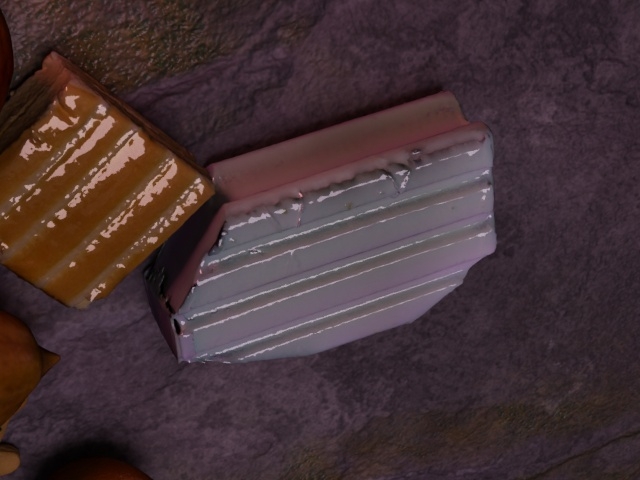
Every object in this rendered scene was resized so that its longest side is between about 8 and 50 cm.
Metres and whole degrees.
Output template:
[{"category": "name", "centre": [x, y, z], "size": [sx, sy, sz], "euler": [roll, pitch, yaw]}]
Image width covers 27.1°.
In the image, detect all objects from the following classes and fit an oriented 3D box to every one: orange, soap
[{"category": "orange", "centre": [-0.295, 0.386, 1.776], "size": [0.206, 0.206, 0.206], "euler": [-14, 128, -19]}, {"category": "soap", "centre": [0.000, 0.000, 1.685], "size": [0.446, 0.156, 0.261], "euler": [-20, 130, -15]}]

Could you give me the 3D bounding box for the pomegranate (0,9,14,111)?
[{"category": "pomegranate", "centre": [-0.405, -0.177, 1.317], "size": [0.209, 0.209, 0.209], "euler": [-14, 128, -19]}]

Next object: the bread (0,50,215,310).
[{"category": "bread", "centre": [-0.293, -0.059, 1.520], "size": [0.246, 0.111, 0.239], "euler": [-44, 128, 10]}]

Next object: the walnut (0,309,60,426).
[{"category": "walnut", "centre": [-0.457, 0.158, 1.534], "size": [0.336, 0.209, 0.209], "euler": [-8, 126, -36]}]

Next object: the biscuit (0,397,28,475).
[{"category": "biscuit", "centre": [-0.464, 0.278, 1.721], "size": [0.158, 0.035, 0.240], "euler": [2, 121, -26]}]
